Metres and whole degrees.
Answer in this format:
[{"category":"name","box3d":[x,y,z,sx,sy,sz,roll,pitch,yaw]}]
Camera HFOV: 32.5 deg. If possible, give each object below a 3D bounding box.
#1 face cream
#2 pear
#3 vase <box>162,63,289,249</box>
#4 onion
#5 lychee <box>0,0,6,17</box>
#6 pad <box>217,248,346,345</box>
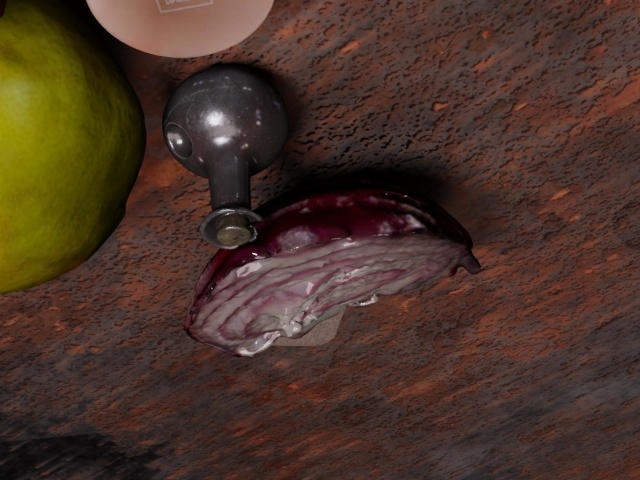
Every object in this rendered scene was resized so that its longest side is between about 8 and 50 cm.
[{"category":"face cream","box3d":[-0.111,-0.232,0.861,0.149,0.104,0.149,-5,143,-3]},{"category":"pear","box3d":[-0.286,-0.086,0.907,0.269,0.269,0.321,-26,156,24]},{"category":"vase","box3d":[-0.084,-0.075,1.009,0.120,0.183,0.120,-5,143,-4]},{"category":"onion","box3d":[0.000,0.000,1.116,0.314,0.146,0.280,-15,161,1]},{"category":"lychee","box3d":[-0.291,-0.253,0.650,0.330,0.306,0.306,-47,137,-4]},{"category":"pad","box3d":[-0.046,0.058,1.341,0.176,0.002,0.266,2,142,-12]}]
